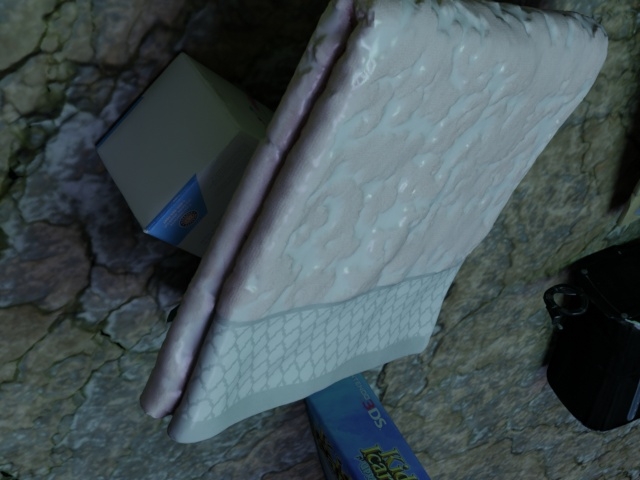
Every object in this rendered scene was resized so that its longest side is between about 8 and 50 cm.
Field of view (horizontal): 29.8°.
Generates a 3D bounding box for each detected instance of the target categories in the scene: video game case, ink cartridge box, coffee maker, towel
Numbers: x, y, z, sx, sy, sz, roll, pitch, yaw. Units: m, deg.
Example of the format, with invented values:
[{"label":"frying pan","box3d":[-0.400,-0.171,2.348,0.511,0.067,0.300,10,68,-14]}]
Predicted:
[{"label":"video game case","box3d":[0.078,0.284,1.120,0.061,0.269,0.244,-24,141,-12]},{"label":"ink cartridge box","box3d":[-0.060,-0.042,0.815,0.092,0.090,0.143,-46,143,12]},{"label":"coffee maker","box3d":[0.295,0.102,1.249,0.171,0.120,0.178,0,133,-6]},{"label":"towel","box3d":[0.051,-0.021,0.823,0.332,0.053,0.317,-10,134,-56]}]

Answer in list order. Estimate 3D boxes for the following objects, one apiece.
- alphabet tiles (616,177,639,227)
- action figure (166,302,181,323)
[{"label":"alphabet tiles","box3d":[0.419,-0.125,1.111,0.285,0.011,0.342,-23,154,-17]},{"label":"action figure","box3d":[0.000,0.000,0.918,0.232,0.063,0.137,-44,166,10]}]
